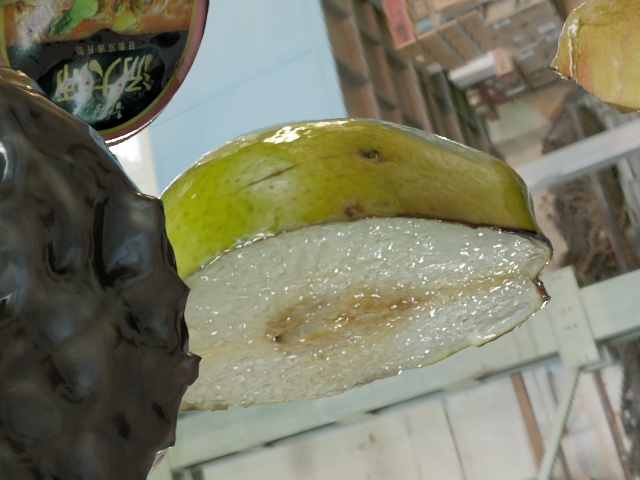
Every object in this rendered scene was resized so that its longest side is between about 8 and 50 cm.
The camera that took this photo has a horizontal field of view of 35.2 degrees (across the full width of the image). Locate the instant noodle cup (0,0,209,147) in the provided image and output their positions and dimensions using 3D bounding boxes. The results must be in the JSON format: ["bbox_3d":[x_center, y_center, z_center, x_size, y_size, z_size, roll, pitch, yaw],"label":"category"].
[{"bbox_3d":[-0.261,-0.222,0.859,0.244,0.255,0.244,-33,-46,-42],"label":"instant noodle cup"}]

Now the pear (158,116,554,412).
[{"bbox_3d":[0.000,0.000,0.919,0.340,0.386,0.191,79,177,-60],"label":"pear"}]

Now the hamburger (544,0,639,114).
[{"bbox_3d":[0.367,-0.200,0.984,0.155,0.245,0.282,-3,-135,-27],"label":"hamburger"}]

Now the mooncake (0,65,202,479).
[{"bbox_3d":[-0.153,0.034,0.363,0.228,0.124,0.228,11,-108,-35],"label":"mooncake"}]
